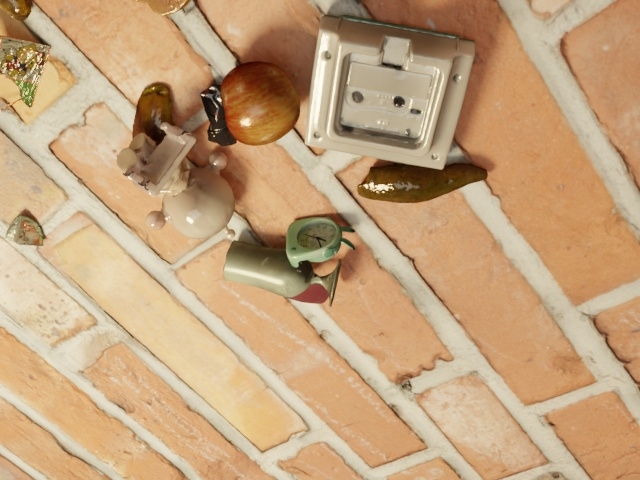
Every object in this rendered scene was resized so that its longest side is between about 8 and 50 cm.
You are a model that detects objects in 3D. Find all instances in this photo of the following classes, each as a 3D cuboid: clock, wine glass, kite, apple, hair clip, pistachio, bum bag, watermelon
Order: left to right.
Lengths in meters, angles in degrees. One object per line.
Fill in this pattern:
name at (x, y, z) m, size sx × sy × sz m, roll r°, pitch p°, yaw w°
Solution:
kite at (-0.600, -0.299, 1.181) m, size 0.244 × 0.006 × 0.198 m, roll -27°, pitch 143°, yaw 1°
watermelon at (-0.649, -0.008, 1.406) m, size 0.085 × 0.061 × 0.085 m, roll -1°, pitch 121°, yaw -1°
pistachio at (-0.312, -0.207, 1.226) m, size 0.089 × 0.049 × 0.173 m, roll 16°, pitch 125°, yaw -3°
bum bag at (-0.187, -0.230, 1.199) m, size 0.057 × 0.034 × 0.125 m, roll -7°, pitch 123°, yaw -3°
apple at (-0.103, -0.236, 1.118) m, size 0.130 × 0.146 × 0.146 m, roll -15°, pitch 121°, yaw -2°
wine glass at (-0.078, 0.063, 1.338) m, size 0.230 × 0.103 × 0.103 m, roll 13°, pitch 125°, yaw 6°
hair clip at (-0.048, 0.104, 1.408) m, size 0.137 × 0.022 × 0.054 m, roll 14°, pitch 121°, yaw 0°
clock at (0.000, 0.000, 1.285) m, size 0.135 × 0.101 × 0.041 m, roll -8°, pitch 136°, yaw 10°
clock at (0.109, -0.239, 1.099) m, size 0.262 × 0.116 × 0.231 m, roll 12°, pitch 125°, yaw 3°

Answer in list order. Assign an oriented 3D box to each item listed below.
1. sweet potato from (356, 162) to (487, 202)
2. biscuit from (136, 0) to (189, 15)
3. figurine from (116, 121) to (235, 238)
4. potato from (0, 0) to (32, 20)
sweet potato at (0.184, -0.107, 1.197) m, size 0.243 × 0.077 × 0.077 m, roll -1°, pitch 123°, yaw 11°
biscuit at (-0.285, -0.441, 1.082) m, size 0.118 × 0.023 × 0.140 m, roll -18°, pitch 119°, yaw 20°
figurine at (-0.243, -0.097, 1.225) m, size 0.144 × 0.182 × 0.257 m, roll 4°, pitch 154°, yaw 34°
potato at (-0.535, -0.421, 1.124) m, size 0.051 × 0.040 × 0.083 m, roll -20°, pitch 120°, yaw 15°
